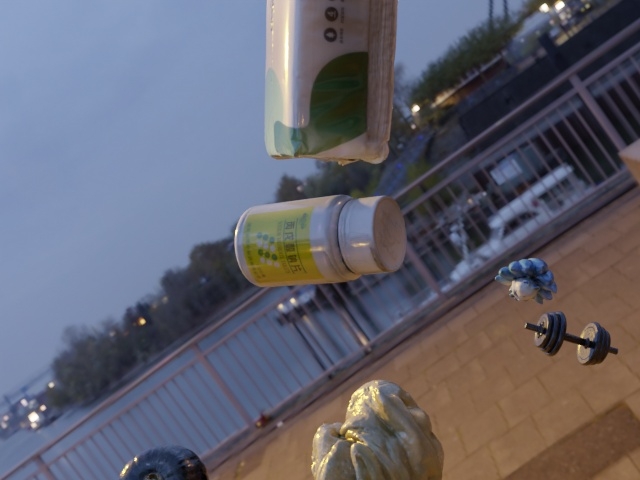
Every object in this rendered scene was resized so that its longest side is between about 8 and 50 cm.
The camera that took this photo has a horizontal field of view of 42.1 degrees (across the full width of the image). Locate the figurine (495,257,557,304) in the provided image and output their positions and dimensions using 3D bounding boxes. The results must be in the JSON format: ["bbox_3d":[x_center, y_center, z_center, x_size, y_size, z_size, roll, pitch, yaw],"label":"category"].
[{"bbox_3d":[0.381,0.071,1.505,0.079,0.114,0.114,-54,10,-26],"label":"figurine"}]

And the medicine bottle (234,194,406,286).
[{"bbox_3d":[0.000,0.000,1.353,0.258,0.143,0.143,-6,18,29],"label":"medicine bottle"}]

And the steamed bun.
[{"bbox_3d":[0.121,0.538,1.995,0.372,0.325,0.230,-50,-28,12],"label":"steamed bun"}]

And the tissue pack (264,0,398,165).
[{"bbox_3d":[0.010,-0.308,1.414,0.194,0.356,0.266,1,5,-14],"label":"tissue pack"}]

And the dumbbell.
[{"bbox_3d":[0.532,0.208,1.761,0.099,0.208,0.099,-164,90,-86],"label":"dumbbell"}]

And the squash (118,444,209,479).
[{"bbox_3d":[-0.329,0.522,1.745,0.193,0.193,0.156,-36,-17,15],"label":"squash"}]
